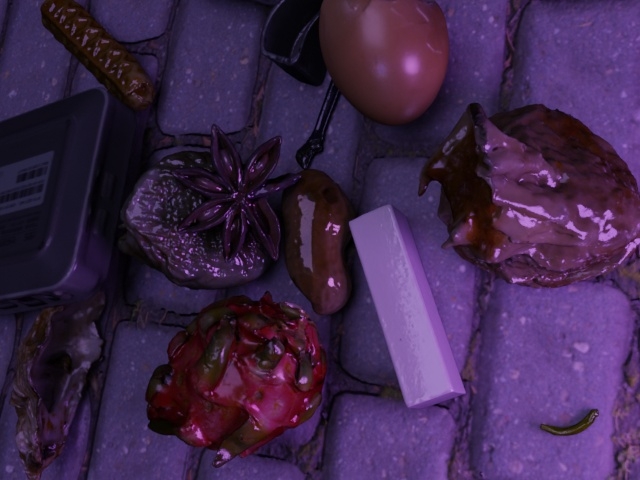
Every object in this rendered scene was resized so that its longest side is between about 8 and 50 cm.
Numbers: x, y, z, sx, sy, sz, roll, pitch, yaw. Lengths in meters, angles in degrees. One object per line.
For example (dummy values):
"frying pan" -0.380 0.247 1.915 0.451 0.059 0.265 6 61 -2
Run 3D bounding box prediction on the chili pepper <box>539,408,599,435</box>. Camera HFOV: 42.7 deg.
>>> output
"chili pepper" 0.349 0.255 1.138 0.083 0.017 0.030 -26 68 14

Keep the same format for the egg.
"egg" 0.102 -0.299 1.278 0.201 0.201 0.245 -13 85 21

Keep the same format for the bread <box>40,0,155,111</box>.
"bread" -0.442 -0.375 1.608 0.077 0.084 0.367 -29 59 -28

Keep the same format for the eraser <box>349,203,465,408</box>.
"eraser" 0.129 0.099 1.240 0.076 0.078 0.298 -23 70 18

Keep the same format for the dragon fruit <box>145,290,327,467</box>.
"dragon fruit" -0.132 0.207 1.253 0.302 0.231 0.237 -26 80 28

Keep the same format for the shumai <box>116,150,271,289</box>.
"shumai" -0.206 -0.029 1.396 0.260 0.222 0.225 18 84 -9

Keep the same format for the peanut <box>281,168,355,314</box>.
"peanut" 0.000 0.000 1.307 0.110 0.120 0.237 -24 72 53

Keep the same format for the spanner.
"spanner" 0.007 -0.219 1.406 0.046 0.012 0.209 18 86 28

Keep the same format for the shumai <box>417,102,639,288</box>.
"shumai" 0.283 -0.077 1.112 0.314 0.262 0.267 23 89 25

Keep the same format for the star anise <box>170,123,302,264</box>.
"star anise" -0.139 -0.073 1.262 0.196 0.073 0.212 16 95 -4

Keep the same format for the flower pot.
"flower pot" -0.003 -0.387 1.397 0.103 0.108 0.229 34 92 27

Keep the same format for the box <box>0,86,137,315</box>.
"box" -0.529 -0.062 1.503 0.395 0.111 0.397 -12 62 31

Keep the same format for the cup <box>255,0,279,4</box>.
"cup" -0.144 -0.539 1.477 0.202 0.167 0.221 17 63 29

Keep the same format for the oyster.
"oyster" -0.479 0.245 1.453 0.110 0.166 0.342 10 91 28
